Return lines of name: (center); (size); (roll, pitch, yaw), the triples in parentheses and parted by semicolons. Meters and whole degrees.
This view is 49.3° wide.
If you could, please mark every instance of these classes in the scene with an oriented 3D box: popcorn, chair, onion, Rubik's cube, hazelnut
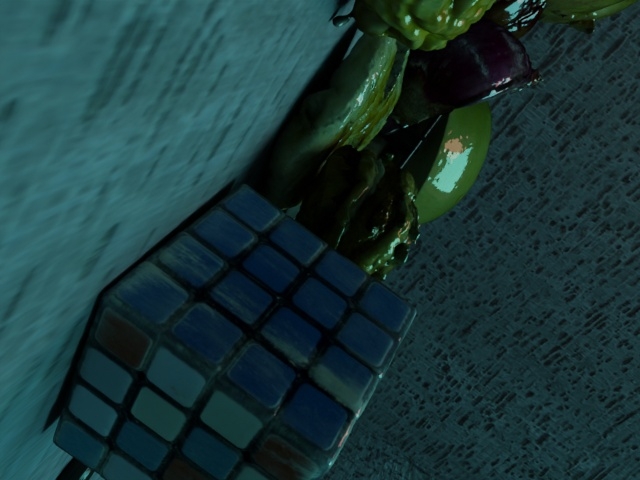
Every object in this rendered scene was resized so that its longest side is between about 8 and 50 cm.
popcorn: (0.109, -0.254, 0.651); (0.163, 0.140, 0.194); (-49, 178, -8)
chair: (0.132, -0.217, 1.355); (0.260, 0.154, 0.141); (-52, 178, -4)
onion: (0.238, -0.301, 1.180); (0.348, 0.159, 0.267); (-25, -169, -40)
Rubik's cube: (-0.090, 0.141, 0.757); (0.253, 0.259, 0.256); (-56, 177, 38)
hazelnut: (0.308, -0.420, 1.214); (0.170, 0.160, 0.202); (-43, -174, 18)

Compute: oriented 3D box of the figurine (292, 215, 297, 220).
figurine: (-0.078, 0.048, 1.085); (0.256, 0.144, 0.182); (-36, -166, 44)

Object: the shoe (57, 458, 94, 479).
shoe: (-0.376, 0.422, 1.053); (0.241, 0.093, 0.108); (-57, 178, 18)

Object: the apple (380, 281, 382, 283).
apple: (-0.015, 0.176, 1.642); (0.348, 0.348, 0.277); (-47, 135, -69)

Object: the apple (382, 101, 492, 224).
apple: (0.219, -0.229, 1.534); (0.311, 0.320, 0.360); (-26, 152, -52)

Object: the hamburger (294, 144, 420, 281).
hamburger: (0.022, -0.026, 0.873); (0.206, 0.130, 0.183); (-35, -152, 40)

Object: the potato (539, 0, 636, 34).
potato: (0.560, -0.592, 1.335); (0.442, 0.319, 0.385); (139, -32, -80)

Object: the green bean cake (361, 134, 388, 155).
green bean cake: (0.094, -0.199, 1.525); (0.109, 0.085, 0.179); (-51, 175, -34)

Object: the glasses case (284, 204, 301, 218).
glasses case: (-0.034, -0.055, 1.366); (0.092, 0.059, 0.233); (-51, 174, -35)

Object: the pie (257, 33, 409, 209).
pie: (0.028, -0.162, 0.963); (0.337, 0.075, 0.337); (-52, 174, -7)
